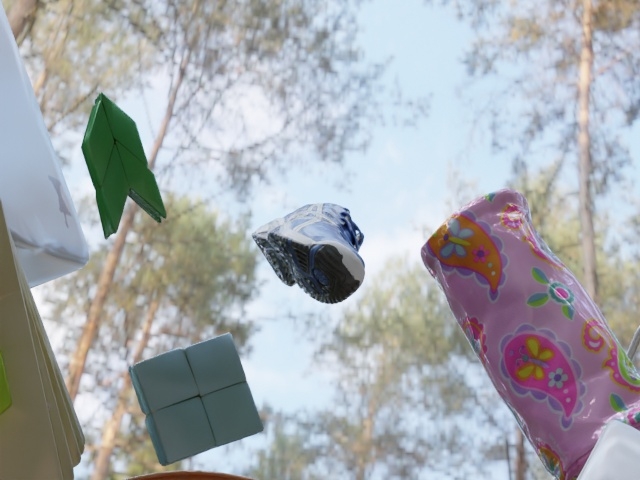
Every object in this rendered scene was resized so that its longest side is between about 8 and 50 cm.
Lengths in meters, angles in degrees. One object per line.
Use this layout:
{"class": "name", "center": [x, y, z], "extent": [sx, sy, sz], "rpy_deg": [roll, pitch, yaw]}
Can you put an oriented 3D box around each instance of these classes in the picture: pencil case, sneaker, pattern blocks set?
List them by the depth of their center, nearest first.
{"class": "pattern blocks set", "center": [-0.197, 0.053, 0.536], "extent": [0.324, 0.026, 0.285], "rpy_deg": [-28, -93, -21]}
{"class": "sneaker", "center": [0.000, 0.000, 1.222], "extent": [0.081, 0.211, 0.080], "rpy_deg": [-34, -73, -10]}
{"class": "pencil case", "center": [0.203, 0.090, 1.229], "extent": [0.124, 0.284, 0.124], "rpy_deg": [-23, -31, -14]}

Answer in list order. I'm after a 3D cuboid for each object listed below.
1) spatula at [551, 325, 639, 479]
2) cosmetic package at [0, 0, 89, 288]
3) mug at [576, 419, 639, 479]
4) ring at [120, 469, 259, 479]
{"class": "spatula", "center": [0.319, 0.219, 1.596], "extent": [0.019, 0.168, 0.242], "rpy_deg": [31, -46, 21]}
{"class": "cosmetic package", "center": [-0.430, -0.073, 0.964], "extent": [0.393, 0.329, 0.328], "rpy_deg": [-21, -98, 3]}
{"class": "mug", "center": [0.225, 0.331, 0.738], "extent": [0.328, 0.276, 0.374], "rpy_deg": [28, -58, 14]}
{"class": "ring", "center": [-0.067, 0.299, 0.809], "extent": [0.336, 0.337, 0.032], "rpy_deg": [21, -36, -13]}
